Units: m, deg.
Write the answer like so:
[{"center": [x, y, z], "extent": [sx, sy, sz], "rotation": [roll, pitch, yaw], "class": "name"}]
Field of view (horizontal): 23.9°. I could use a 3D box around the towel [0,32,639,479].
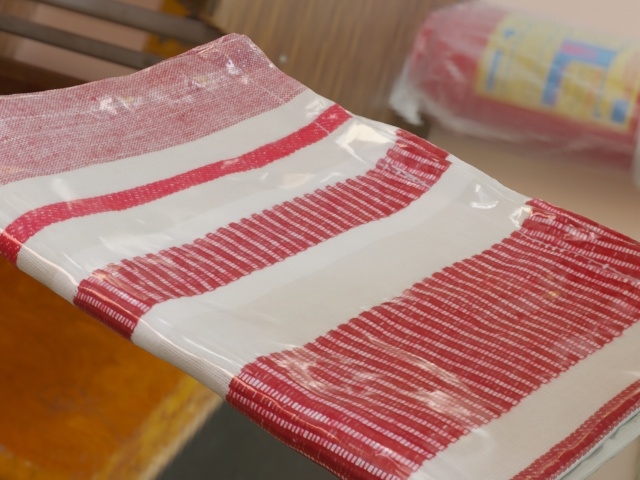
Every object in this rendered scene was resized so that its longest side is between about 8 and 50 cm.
[{"center": [0.000, 0.000, 0.678], "extent": [0.237, 0.329, 0.037], "rotation": [-25, 136, -47], "class": "towel"}]
